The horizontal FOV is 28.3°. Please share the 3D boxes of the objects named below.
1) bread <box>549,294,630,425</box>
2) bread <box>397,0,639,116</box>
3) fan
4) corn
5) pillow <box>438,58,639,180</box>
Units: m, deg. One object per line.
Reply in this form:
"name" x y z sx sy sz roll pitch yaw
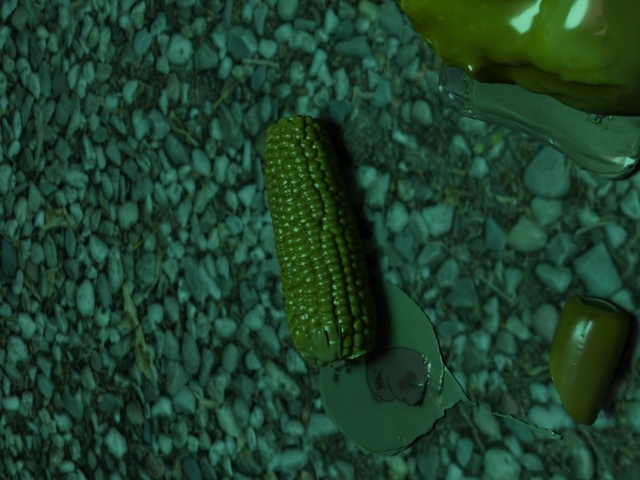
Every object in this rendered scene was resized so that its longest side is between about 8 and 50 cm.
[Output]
"bread" 0.224 0.100 1.094 0.062 0.049 0.103 30 112 39
"bread" 0.218 -0.261 0.857 0.250 0.394 0.361 6 101 60
"fan" 0.106 0.145 1.240 0.310 0.010 0.182 15 103 44
"corn" -0.003 0.001 1.281 0.091 0.091 0.260 -20 75 43
"pillow" 0.196 -0.143 1.109 0.232 0.038 0.131 32 118 36
